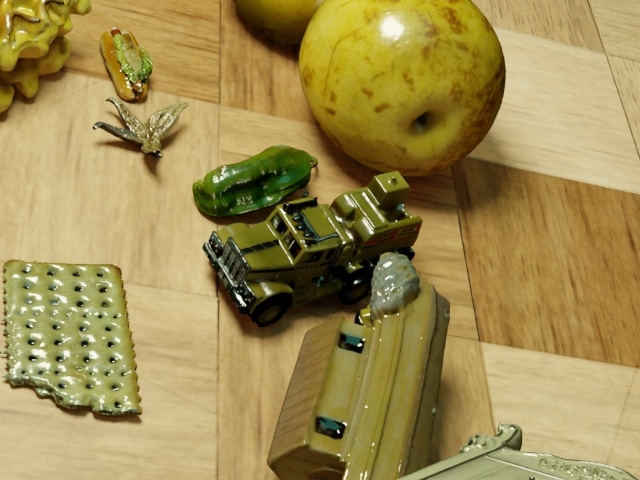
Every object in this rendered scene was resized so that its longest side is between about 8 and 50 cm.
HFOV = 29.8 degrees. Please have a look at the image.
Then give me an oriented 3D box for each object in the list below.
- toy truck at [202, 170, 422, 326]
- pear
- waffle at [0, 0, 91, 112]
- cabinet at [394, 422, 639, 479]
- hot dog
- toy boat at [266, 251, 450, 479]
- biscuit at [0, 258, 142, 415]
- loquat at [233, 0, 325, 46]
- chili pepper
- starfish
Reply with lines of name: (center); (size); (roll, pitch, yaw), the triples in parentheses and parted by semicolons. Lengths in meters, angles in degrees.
toy truck: (-0.003, 0.003, 1.418); (0.257, 0.127, 0.127); (-17, 60, -31)
pear: (0.105, -0.226, 1.581); (0.280, 0.281, 0.281); (13, 46, -13)
waffle: (-0.466, -0.305, 1.477); (0.324, 0.151, 0.261); (38, 42, 14)
cabinet: (0.167, 0.318, 1.015); (0.318, 0.228, 0.290); (-13, 14, -39)
hot dog: (-0.252, -0.236, 1.580); (0.056, 0.041, 0.133); (-4, 52, -27)
toy boat: (0.037, 0.193, 1.257); (0.162, 0.136, 0.446); (14, 46, 1)
biscuit: (-0.269, 0.100, 1.282); (0.144, 0.016, 0.203); (5, 47, -21)
loquat: (-0.023, -0.400, 1.693); (0.213, 0.246, 0.213); (12, 43, -11)
chili pepper: (-0.061, -0.083, 1.503); (0.204, 0.072, 0.073); (-23, 49, -34)
starfish: (-0.219, -0.130, 1.497); (0.133, 0.041, 0.130); (-6, 44, -21)
